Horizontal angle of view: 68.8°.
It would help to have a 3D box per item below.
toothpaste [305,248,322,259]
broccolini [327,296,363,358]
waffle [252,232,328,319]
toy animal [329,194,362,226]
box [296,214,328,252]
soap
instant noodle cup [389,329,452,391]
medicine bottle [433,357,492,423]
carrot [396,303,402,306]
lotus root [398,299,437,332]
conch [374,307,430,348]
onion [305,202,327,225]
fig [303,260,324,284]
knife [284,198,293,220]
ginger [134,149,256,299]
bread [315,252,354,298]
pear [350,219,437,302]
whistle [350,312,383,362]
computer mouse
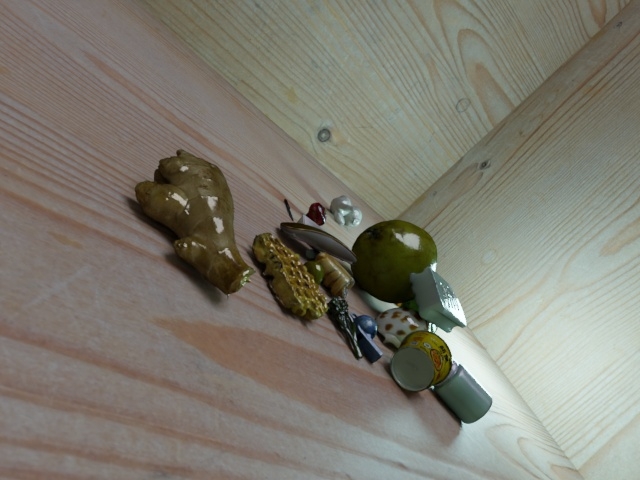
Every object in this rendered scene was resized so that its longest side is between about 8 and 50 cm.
[{"bbox_3d":[0.001,0.060,1.734,0.056,0.036,0.205,37,7,21],"label":"toothpaste"},{"bbox_3d":[0.086,0.251,1.378,0.203,0.068,0.091,55,-3,30],"label":"broccolini"},{"bbox_3d":[-0.090,0.098,1.291,0.283,0.065,0.309,45,10,-14],"label":"waffle"},{"bbox_3d":[0.144,-0.154,2.598,0.193,0.127,0.179,34,20,-50],"label":"toy animal"},{"bbox_3d":[-0.029,-0.028,1.836,0.130,0.051,0.129,37,15,-16],"label":"box"},{"bbox_3d":[0.439,0.226,1.734,0.289,0.095,0.173,34,39,-50],"label":"soap"},{"bbox_3d":[0.305,0.383,1.456,0.182,0.182,0.144,51,23,18],"label":"instant noodle cup"},{"bbox_3d":[0.483,0.519,1.648,0.225,0.139,0.139,47,13,4],"label":"medicine bottle"},{"bbox_3d":[0.363,0.230,2.243,0.087,0.087,0.193,38,15,-32],"label":"carrot"},{"bbox_3d":[0.418,0.350,1.944,0.186,0.186,0.186,43,14,-13],"label":"lotus root"},{"bbox_3d":[0.319,0.320,1.702,0.275,0.148,0.183,17,36,-59],"label":"conch"},{"bbox_3d":[-0.019,-0.114,2.067,0.107,0.097,0.107,169,-90,-81],"label":"onion"},{"bbox_3d":[-0.023,0.107,1.454,0.074,0.074,0.088,31,39,-47],"label":"fig"},{"bbox_3d":[-0.130,-0.128,1.930,0.023,0.010,0.170,38,18,-35],"label":"knife"},{"bbox_3d":[-0.263,-0.060,1.012,0.236,0.166,0.375,46,4,-42],"label":"ginger"},{"bbox_3d":[0.044,0.119,1.582,0.177,0.084,0.119,50,12,19],"label":"bread"},{"bbox_3d":[0.302,0.092,1.901,0.413,0.352,0.352,41,13,-51],"label":"pear"},{"bbox_3d":[0.143,0.282,1.415,0.158,0.090,0.090,50,14,15],"label":"whistle"},{"bbox_3d":[0.000,0.000,1.660,0.310,0.072,0.158,27,-2,-30],"label":"computer mouse"}]
